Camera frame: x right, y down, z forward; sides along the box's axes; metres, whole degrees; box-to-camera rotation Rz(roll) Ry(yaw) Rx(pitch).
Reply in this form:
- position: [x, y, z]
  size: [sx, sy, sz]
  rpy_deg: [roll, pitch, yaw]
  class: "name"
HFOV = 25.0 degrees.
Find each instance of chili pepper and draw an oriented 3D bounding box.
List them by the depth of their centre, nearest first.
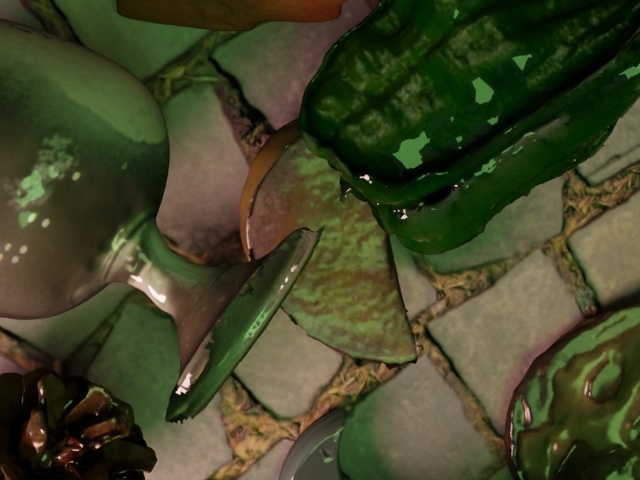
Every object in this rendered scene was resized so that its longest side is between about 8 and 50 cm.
- position: [0.165, -0.152, 1.117]
  size: [0.385, 0.213, 0.167]
  rpy_deg: [-42, 151, 10]
  class: "chili pepper"

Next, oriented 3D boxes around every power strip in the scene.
- position: [0.041, 0.271, 1.415]
  size: [0.137, 0.044, 0.216]
  rpy_deg: [-41, 112, 5]
  class: "power strip"

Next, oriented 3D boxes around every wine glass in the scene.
- position: [-0.184, -0.020, 1.138]
  size: [0.323, 0.238, 0.238]
  rpy_deg: [38, 99, 6]
  class: "wine glass"

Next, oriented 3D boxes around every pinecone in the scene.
- position: [-0.240, 0.202, 1.244]
  size: [0.179, 0.204, 0.184]
  rpy_deg: [23, 73, -28]
  class: "pinecone"

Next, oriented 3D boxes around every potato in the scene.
- position: [0.000, 0.000, 1.280]
  size: [0.138, 0.098, 0.243]
  rpy_deg: [-13, 112, -4]
  class: "potato"

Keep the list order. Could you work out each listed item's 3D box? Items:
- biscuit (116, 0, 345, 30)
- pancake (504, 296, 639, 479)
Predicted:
- position: [-0.039, -0.238, 1.144]
  size: [0.306, 0.043, 0.284]
  rpy_deg: [-21, 148, 27]
  class: "biscuit"
- position: [0.321, 0.183, 1.441]
  size: [0.294, 0.049, 0.295]
  rpy_deg: [-4, 109, -12]
  class: "pancake"
